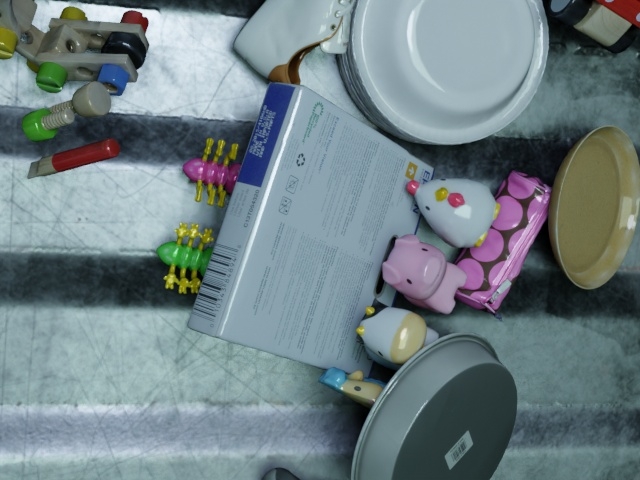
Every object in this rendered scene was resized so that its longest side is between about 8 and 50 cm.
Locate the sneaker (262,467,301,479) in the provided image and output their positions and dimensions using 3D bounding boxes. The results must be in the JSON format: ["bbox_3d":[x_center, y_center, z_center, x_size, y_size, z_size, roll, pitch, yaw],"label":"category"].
[{"bbox_3d":[0.025,0.405,1.523,0.267,0.101,0.106,47,62,-13],"label":"sneaker"}]

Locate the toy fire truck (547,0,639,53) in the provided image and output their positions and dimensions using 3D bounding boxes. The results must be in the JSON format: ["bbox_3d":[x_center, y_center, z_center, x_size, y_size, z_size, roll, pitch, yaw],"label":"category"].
[{"bbox_3d":[0.424,-0.397,1.421,0.158,0.217,0.246,23,127,-25],"label":"toy fire truck"}]

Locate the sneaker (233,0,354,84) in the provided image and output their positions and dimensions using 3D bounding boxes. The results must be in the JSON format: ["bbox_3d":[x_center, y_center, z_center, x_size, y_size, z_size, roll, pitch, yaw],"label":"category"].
[{"bbox_3d":[0.019,-0.318,1.379,0.123,0.106,0.290,43,115,5],"label":"sneaker"}]

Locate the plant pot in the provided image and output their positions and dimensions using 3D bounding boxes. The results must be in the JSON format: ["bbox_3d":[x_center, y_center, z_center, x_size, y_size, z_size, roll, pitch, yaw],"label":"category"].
[{"bbox_3d":[0.390,-0.049,1.536,0.236,0.032,0.236,-13,108,-46],"label":"plant pot"}]

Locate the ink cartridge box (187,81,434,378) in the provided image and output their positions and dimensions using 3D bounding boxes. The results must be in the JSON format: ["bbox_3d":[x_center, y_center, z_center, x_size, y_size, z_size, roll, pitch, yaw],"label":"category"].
[{"bbox_3d":[0.000,0.000,1.414,0.330,0.071,0.324,25,82,-52],"label":"ink cartridge box"}]

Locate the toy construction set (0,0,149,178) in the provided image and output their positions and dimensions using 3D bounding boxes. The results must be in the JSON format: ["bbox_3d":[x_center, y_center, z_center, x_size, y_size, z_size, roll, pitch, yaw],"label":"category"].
[{"bbox_3d":[-0.364,-0.228,1.301,0.237,0.257,0.309,-12,81,30],"label":"toy construction set"}]

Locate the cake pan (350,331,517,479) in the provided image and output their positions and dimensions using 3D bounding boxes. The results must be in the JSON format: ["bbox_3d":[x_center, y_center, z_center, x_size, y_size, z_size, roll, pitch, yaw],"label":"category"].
[{"bbox_3d":[0.163,0.265,1.424,0.293,0.054,0.293,-23,126,-36],"label":"cake pan"}]

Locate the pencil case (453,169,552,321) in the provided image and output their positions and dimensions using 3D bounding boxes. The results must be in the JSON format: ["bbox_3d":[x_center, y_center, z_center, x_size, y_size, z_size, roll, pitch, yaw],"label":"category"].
[{"bbox_3d":[0.265,0.004,1.524,0.095,0.098,0.209,29,88,-16],"label":"pencil case"}]

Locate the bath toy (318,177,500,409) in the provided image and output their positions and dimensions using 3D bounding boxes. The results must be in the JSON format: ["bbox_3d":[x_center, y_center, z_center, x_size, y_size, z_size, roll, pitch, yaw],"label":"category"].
[{"bbox_3d":[0.123,0.060,1.438,0.129,0.151,0.348,28,77,-6],"label":"bath toy"}]

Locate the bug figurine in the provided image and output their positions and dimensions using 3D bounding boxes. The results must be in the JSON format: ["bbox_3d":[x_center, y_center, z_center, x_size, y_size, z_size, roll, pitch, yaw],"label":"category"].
[{"bbox_3d":[-0.099,-0.018,1.441,0.216,0.072,0.279,17,88,-21],"label":"bug figurine"}]

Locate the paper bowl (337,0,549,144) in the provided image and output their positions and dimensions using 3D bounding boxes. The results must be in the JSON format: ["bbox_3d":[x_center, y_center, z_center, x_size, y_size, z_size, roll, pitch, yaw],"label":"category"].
[{"bbox_3d":[0.174,-0.271,1.447,0.284,0.148,0.284,-1,95,-15],"label":"paper bowl"}]
